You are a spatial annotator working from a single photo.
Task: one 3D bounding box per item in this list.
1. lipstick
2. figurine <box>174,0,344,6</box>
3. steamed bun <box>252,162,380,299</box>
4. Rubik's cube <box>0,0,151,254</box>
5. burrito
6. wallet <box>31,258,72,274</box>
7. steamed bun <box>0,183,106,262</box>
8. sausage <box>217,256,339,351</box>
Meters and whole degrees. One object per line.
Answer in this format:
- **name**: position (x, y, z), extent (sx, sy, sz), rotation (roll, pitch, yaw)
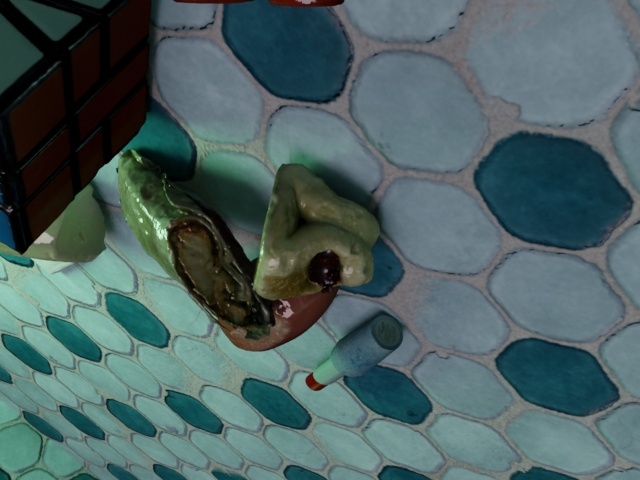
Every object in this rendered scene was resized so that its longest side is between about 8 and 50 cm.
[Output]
- **lipstick**: position (0.045, 0.201, 1.176), extent (0.068, 0.061, 0.274), rotation (35, 142, -7)
- **figurine**: position (-0.052, -0.295, 0.610), extent (0.173, 0.173, 0.173), rotation (19, 141, 17)
- **steamed bun**: position (0.000, 0.000, 0.925), extent (0.156, 0.172, 0.140), rotation (12, 152, -3)
- **Rubik's cube**: position (-0.393, -0.211, 0.836), extent (0.289, 0.293, 0.283), rotation (31, 144, 5)
- **burrito**: position (-0.199, -0.005, 1.005), extent (0.348, 0.107, 0.175), rotation (41, 164, 39)
- **wallet**: position (-0.557, 0.013, 1.418), extent (0.183, 0.031, 0.124), rotation (-21, 121, 45)
- **steamed bun**: position (-0.490, -0.051, 1.219), extent (0.226, 0.170, 0.200), rotation (12, 173, 1)
- **sausage**: position (-0.073, 0.090, 1.080), extent (0.148, 0.148, 0.254), rotation (39, 145, -9)
